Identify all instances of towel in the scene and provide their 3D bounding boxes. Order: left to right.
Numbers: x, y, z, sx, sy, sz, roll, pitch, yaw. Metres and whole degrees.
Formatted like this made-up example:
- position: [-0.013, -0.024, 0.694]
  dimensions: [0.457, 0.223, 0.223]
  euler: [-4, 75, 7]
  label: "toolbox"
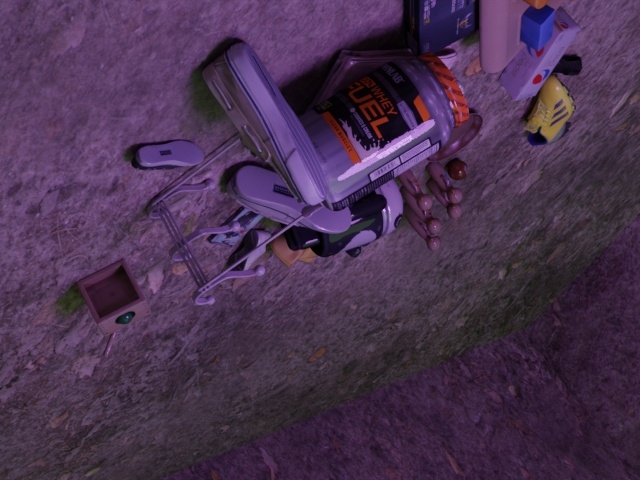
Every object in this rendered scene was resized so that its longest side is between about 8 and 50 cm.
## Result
- position: [0.093, -0.266, 1.888]
  dimensions: [0.317, 0.053, 0.332]
  euler: [-11, 148, -40]
  label: "towel"

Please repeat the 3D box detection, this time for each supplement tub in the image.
- position: [0.106, -0.209, 1.716]
  dimensions: [0.316, 0.193, 0.193]
  euler: [-32, 157, -4]
  label: "supplement tub"

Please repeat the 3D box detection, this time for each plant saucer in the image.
- position: [0.316, -0.256, 2.217]
  dimensions: [0.168, 0.029, 0.168]
  euler: [-27, 155, -14]
  label: "plant saucer"

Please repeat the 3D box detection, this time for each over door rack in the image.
- position: [-0.157, -0.061, 1.735]
  dimensions: [0.324, 0.239, 0.108]
  euler: [-41, 155, 18]
  label: "over door rack"

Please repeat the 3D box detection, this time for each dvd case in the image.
- position: [-0.186, -0.031, 2.043]
  dimensions: [0.119, 0.013, 0.087]
  euler: [-40, 156, 19]
  label: "dvd case"

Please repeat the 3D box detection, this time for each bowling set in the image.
- position: [0.314, -0.113, 2.335]
  dimensions: [0.200, 0.154, 0.287]
  euler: [-32, 157, -1]
  label: "bowling set"

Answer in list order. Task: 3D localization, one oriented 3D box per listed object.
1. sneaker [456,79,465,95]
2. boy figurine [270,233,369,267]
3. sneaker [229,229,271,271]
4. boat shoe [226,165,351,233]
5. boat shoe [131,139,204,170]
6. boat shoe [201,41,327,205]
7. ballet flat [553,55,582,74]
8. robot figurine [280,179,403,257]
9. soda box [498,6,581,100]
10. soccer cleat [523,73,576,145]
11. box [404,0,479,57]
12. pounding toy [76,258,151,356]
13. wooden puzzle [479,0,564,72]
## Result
- position: [0.283, -0.315, 2.048]
  dimensions: [0.069, 0.038, 0.098]
  euler: [-28, 156, -12]
  label: "sneaker"
- position: [0.000, 0.000, 2.245]
  dimensions: [0.285, 0.092, 0.177]
  euler: [-9, 150, -49]
  label: "boy figurine"
- position: [-0.162, 0.032, 2.147]
  dimensions: [0.061, 0.053, 0.152]
  euler: [-10, 148, -47]
  label: "sneaker"
- position: [-0.067, -0.075, 1.897]
  dimensions: [0.268, 0.096, 0.088]
  euler: [16, 160, -22]
  label: "boat shoe"
- position: [-0.278, -0.151, 1.659]
  dimensions: [0.142, 0.049, 0.040]
  euler: [-7, 164, -43]
  label: "boat shoe"
- position: [-0.091, -0.188, 1.562]
  dimensions: [0.094, 0.302, 0.109]
  euler: [-26, -171, 19]
  label: "boat shoe"
- position: [0.574, -0.429, 2.204]
  dimensions: [0.057, 0.049, 0.173]
  euler: [4, -176, 41]
  label: "ballet flat"
- position: [0.051, -0.061, 2.066]
  dimensions: [0.278, 0.209, 0.173]
  euler: [-19, 131, -19]
  label: "robot figurine"
- position: [0.490, -0.418, 2.064]
  dimensions: [0.069, 0.074, 0.216]
  euler: [-18, 153, -32]
  label: "soda box"
- position: [0.577, -0.323, 2.341]
  dimensions: [0.121, 0.093, 0.289]
  euler: [-26, 156, 2]
  label: "soccer cleat"
- position: [0.245, -0.458, 1.695]
  dimensions: [0.183, 0.059, 0.232]
  euler: [-30, 156, -9]
  label: "box"
- position: [-0.429, 0.141, 1.910]
  dimensions: [0.130, 0.141, 0.100]
  euler: [-27, 156, -12]
  label: "pounding toy"
- position: [0.452, -0.502, 1.766]
  dimensions: [0.348, 0.080, 0.322]
  euler: [-44, 159, -8]
  label: "wooden puzzle"
